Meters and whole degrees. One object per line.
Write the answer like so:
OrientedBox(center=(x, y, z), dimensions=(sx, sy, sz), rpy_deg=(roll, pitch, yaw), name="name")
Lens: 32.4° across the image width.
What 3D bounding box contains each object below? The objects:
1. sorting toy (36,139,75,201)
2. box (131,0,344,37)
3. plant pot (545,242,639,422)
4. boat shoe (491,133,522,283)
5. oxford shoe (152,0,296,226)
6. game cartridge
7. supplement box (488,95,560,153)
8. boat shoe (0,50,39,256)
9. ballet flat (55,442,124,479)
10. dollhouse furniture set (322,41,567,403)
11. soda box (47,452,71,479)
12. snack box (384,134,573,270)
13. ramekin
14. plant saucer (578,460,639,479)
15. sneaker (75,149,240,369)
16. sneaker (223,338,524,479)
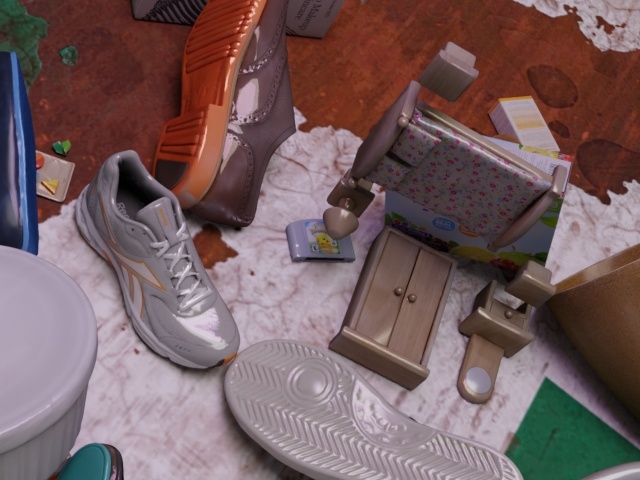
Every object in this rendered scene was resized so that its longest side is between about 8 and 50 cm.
OrientedBox(center=(-0.313, -0.087, 1.258), dimensions=(0.062, 0.012, 0.083), rpy_deg=(17, 54, -14), name="sorting toy")
OrientedBox(center=(-0.108, -0.347, 1.459), dimensions=(0.275, 0.113, 0.094), rpy_deg=(1, 60, -23), name="box")
OrientedBox(center=(0.436, 0.129, 1.356), dimensions=(0.237, 0.237, 0.254), rpy_deg=(-24, 85, -35), name="plant pot")
OrientedBox(center=(0.246, -0.039, 1.457), dimensions=(0.073, 0.073, 0.207), rpy_deg=(-4, 61, 8), name="boat shoe")
OrientedBox(center=(-0.091, -0.190, 1.338), dimensions=(0.132, 0.130, 0.364), rpy_deg=(28, 72, -34), name="oxford shoe")
OrientedBox(center=(0.000, 0.000, 1.348), dimensions=(0.083, 0.017, 0.056), rpy_deg=(1, 56, -25), name="game cartridge")
OrientedBox(center=(0.289, -0.155, 1.568), dimensions=(0.062, 0.036, 0.098), rpy_deg=(-8, 64, -29), name="supplement box")
OrientedBox(center=(-0.357, -0.094, 1.184), dimensions=(0.089, 0.109, 0.258), rpy_deg=(-7, 60, -5), name="boat shoe")
OrientedBox(center=(-0.231, 0.324, 0.988), dimensions=(0.096, 0.095, 0.280), rpy_deg=(47, 53, -40), name="ballet flat")
OrientedBox(center=(0.162, 0.012, 1.198), dimensions=(0.303, 0.355, 0.174), rpy_deg=(28, 54, -8), name="dollhouse furniture set")
OrientedBox(center=(-0.323, 0.234, 1.012), dimensions=(0.183, 0.058, 0.063), rpy_deg=(-24, 55, -35), name="soda box")
OrientedBox(center=(0.183, -0.050, 1.323), dimensions=(0.207, 0.174, 0.070), rpy_deg=(14, 58, 10), name="snack box")
OrientedBox(center=(-0.334, 0.129, 0.989), dimensions=(0.272, 0.127, 0.273), rpy_deg=(4, 37, -3), name="ramekin")
OrientedBox(center=(0.320, 0.413, 1.119), dimensions=(0.400, 0.100, 0.401), rpy_deg=(0, 92, -11), name="plant saucer")
OrientedBox(center=(-0.172, 0.019, 1.188), dimensions=(0.099, 0.121, 0.262), rpy_deg=(-31, 76, -35), name="sneaker")
OrientedBox(center=(0.050, 0.232, 1.170), dimensions=(0.350, 0.148, 0.131), rpy_deg=(29, 65, 24), name="sneaker")
